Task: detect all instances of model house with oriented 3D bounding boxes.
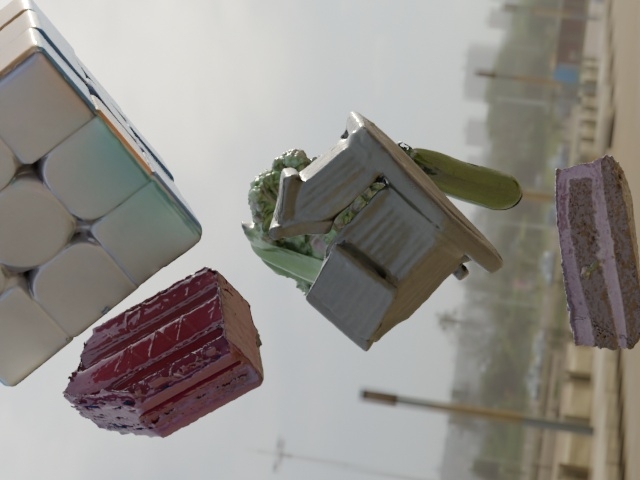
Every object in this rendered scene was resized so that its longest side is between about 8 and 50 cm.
[{"bbox_3d":[0.053,-0.004,1.444,0.188,0.229,0.122,-43,-6,-5],"label":"model house"}]

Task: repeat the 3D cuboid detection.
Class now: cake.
[{"bbox_3d":[0.428,0.020,2.141,0.113,0.116,0.295,-8,-88,-68],"label":"cake"}]

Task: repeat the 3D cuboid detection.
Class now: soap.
[{"bbox_3d":[-0.204,0.152,1.774,0.099,0.250,0.162,48,-160,-43],"label":"soap"}]

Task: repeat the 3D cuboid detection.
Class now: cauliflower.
[{"bbox_3d":[0.000,0.000,2.232,0.315,0.239,0.256,-121,33,-47],"label":"cauliflower"}]

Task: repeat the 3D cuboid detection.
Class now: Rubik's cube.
[{"bbox_3d":[-0.350,-0.065,1.622,0.290,0.291,0.291,52,-178,-27],"label":"Rubik's cube"}]

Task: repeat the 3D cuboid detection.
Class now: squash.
[{"bbox_3d":[0.160,-0.075,1.657,0.052,0.183,0.052,-50,30,43],"label":"squash"}]
